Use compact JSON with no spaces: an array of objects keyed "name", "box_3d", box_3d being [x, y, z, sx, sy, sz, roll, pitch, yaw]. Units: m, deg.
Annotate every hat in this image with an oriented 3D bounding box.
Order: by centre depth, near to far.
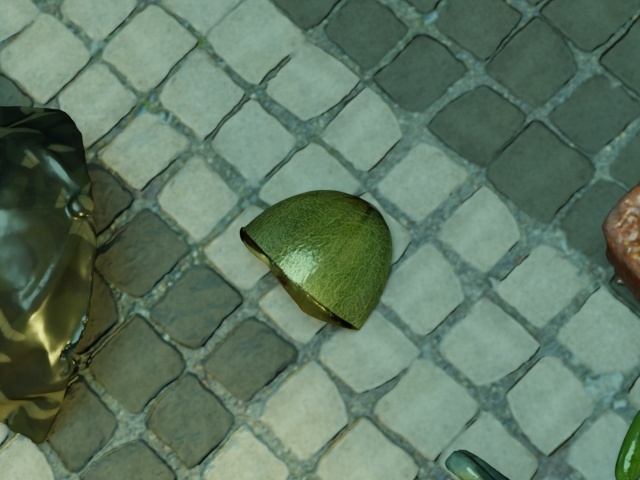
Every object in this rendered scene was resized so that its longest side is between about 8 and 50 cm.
[{"name":"hat","box_3d":[-0.416,0.032,1.858,0.382,0.257,0.366,-9,65,-11]}]

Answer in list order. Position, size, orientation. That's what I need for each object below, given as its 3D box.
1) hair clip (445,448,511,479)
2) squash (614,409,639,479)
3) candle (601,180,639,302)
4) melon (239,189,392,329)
[{"name":"hair clip","box_3d":[0.210,0.338,1.516,0.392,0.318,0.238,24,84,21]},{"name":"squash","box_3d":[0.296,0.186,1.731,0.027,0.027,0.089,17,73,18]},{"name":"candle","box_3d":[0.405,-0.005,1.722,0.287,0.131,0.316,6,71,17]},{"name":"melon","box_3d":[0.000,0.000,1.834,0.160,0.079,0.128,41,85,23]}]
